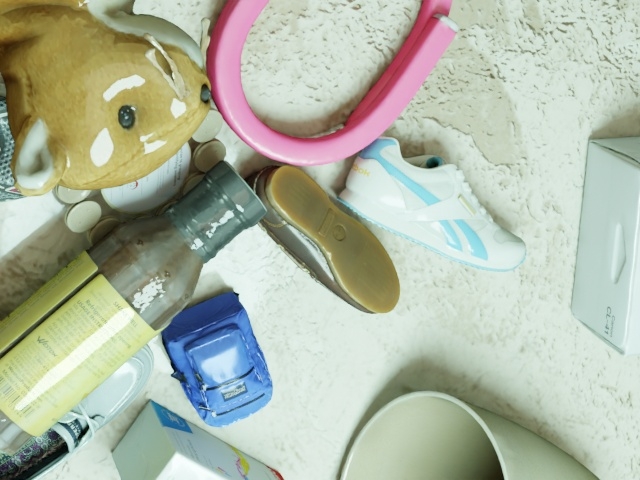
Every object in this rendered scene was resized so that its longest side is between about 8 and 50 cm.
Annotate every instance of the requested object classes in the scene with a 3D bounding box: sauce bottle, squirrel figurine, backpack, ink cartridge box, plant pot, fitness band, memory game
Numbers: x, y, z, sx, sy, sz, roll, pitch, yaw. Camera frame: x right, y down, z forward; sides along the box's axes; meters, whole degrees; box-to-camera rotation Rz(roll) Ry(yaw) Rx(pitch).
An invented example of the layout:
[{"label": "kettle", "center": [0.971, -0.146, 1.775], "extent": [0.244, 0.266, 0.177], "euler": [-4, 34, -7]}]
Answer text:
[{"label": "sauce bottle", "center": [-0.200, 0.059, 1.211], "extent": [0.344, 0.111, 0.111], "euler": [-40, 115, -4]}, {"label": "squirrel figurine", "center": [-0.270, -0.214, 1.039], "extent": [0.397, 0.281, 0.370], "euler": [-11, 102, 3]}, {"label": "backpack", "center": [-0.105, 0.134, 1.303], "extent": [0.098, 0.101, 0.120], "euler": [-20, 116, -5]}, {"label": "ink cartridge box", "center": [0.457, -0.006, 1.433], "extent": [0.306, 0.131, 0.226], "euler": [-3, 109, -16]}, {"label": "plant pot", "center": [0.203, 0.312, 1.405], "extent": [0.274, 0.256, 0.256], "euler": [15, 102, -38]}, {"label": "fitness band", "center": [0.015, -0.211, 1.258], "extent": [0.209, 0.054, 0.291], "euler": [35, 92, -25]}, {"label": "memory game", "center": [-0.172, -0.070, 1.222], "extent": [0.186, 0.012, 0.186], "euler": [-24, 136, -25]}, {"label": "ink cartridge box", "center": [-0.096, 0.275, 1.331], "extent": [0.231, 0.134, 0.078], "euler": [34, 93, -26]}]

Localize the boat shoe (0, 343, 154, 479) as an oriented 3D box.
[{"label": "boat shoe", "center": [-0.259, 0.187, 1.276], "extent": [0.227, 0.081, 0.079], "euler": [-38, 115, -4]}]

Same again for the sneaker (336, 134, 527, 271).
[{"label": "sneaker", "center": [0.134, -0.035, 1.338], "extent": [0.229, 0.087, 0.092], "euler": [23, 96, -26]}]

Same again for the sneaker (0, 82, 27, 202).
[{"label": "sneaker", "center": [-0.367, -0.089, 1.132], "extent": [0.299, 0.112, 0.120], "euler": [7, 103, -24]}]

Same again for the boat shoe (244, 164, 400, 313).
[{"label": "boat shoe", "center": [0.000, 0.000, 1.314], "extent": [0.207, 0.073, 0.073], "euler": [49, 57, -21]}]
